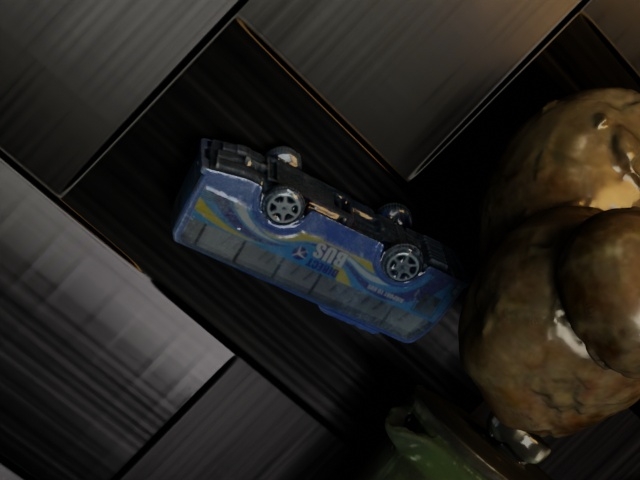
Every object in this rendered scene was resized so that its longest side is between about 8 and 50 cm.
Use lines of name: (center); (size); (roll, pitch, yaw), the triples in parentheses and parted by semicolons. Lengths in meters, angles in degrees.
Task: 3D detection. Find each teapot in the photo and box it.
teapot: (0.090, 0.302, 0.854); (0.270, 0.200, 0.337); (35, 95, -19)

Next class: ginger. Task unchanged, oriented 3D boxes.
ginger: (0.189, 0.028, 0.738); (0.155, 0.304, 0.244); (22, 118, -5)

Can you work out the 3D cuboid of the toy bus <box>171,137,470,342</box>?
toy bus: (-0.001, 0.000, 0.807); (0.237, 0.079, 0.094); (26, 117, -17)
